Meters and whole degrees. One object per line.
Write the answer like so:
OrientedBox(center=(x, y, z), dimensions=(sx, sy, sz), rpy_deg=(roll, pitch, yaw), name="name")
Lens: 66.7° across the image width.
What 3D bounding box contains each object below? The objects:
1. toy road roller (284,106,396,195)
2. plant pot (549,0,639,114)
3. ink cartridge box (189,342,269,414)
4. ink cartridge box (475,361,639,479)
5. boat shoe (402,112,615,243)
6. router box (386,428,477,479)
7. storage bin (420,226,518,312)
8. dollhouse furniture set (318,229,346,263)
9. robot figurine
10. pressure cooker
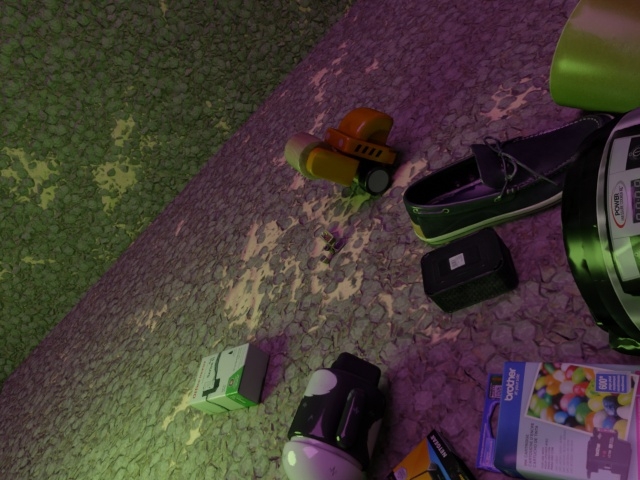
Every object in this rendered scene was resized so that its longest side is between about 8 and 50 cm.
OrientedBox(center=(0.078, -0.295, 1.478), dimensions=(0.202, 0.329, 0.241), rpy_deg=(44, 120, 57), name="toy road roller")
OrientedBox(center=(0.676, -0.361, 0.971), dimensions=(0.275, 0.275, 0.293), rpy_deg=(-50, 50, -3), name="plant pot")
OrientedBox(center=(-0.259, 0.394, 1.377), dimensions=(0.208, 0.087, 0.153), rpy_deg=(-24, 40, 32), name="ink cartridge box")
OrientedBox(center=(0.395, 0.290, 0.775), dimensions=(0.311, 0.065, 0.186), rpy_deg=(-13, 47, 43), name="ink cartridge box")
OrientedBox(center=(0.415, -0.151, 1.114), dimensions=(0.500, 0.156, 0.187), rpy_deg=(-26, 38, 28), name="boat shoe")
OrientedBox(center=(0.202, 0.434, 0.831), dimensions=(0.133, 0.046, 0.179), rpy_deg=(-47, 23, 3), name="router box")
OrientedBox(center=(0.320, 0.066, 1.062), dimensions=(0.180, 0.084, 0.122), rpy_deg=(-26, 39, 28), name="storage bin")
OrientedBox(center=(0.000, 0.000, 1.488), dimensions=(0.091, 0.081, 0.114), rpy_deg=(-48, 34, 0), name="dollhouse furniture set")
OrientedBox(center=(0.035, 0.374, 0.985), dimensions=(0.173, 0.209, 0.278), rpy_deg=(0, 48, 32), name="robot figurine")
OrientedBox(center=(0.537, -0.022, 0.634), dimensions=(0.370, 0.376, 0.420), rpy_deg=(-40, 12, -24), name="pressure cooker")
